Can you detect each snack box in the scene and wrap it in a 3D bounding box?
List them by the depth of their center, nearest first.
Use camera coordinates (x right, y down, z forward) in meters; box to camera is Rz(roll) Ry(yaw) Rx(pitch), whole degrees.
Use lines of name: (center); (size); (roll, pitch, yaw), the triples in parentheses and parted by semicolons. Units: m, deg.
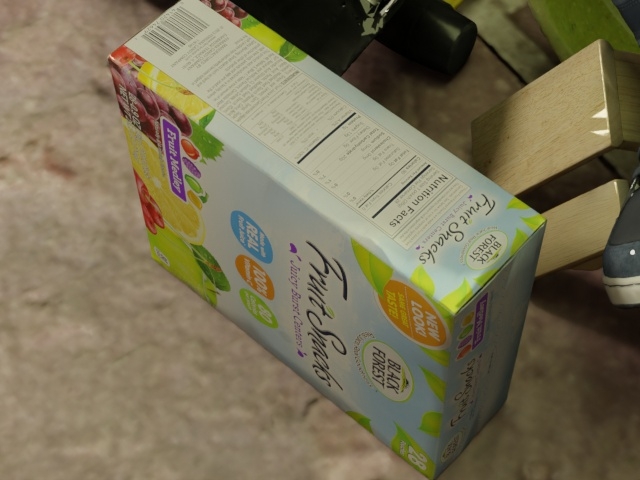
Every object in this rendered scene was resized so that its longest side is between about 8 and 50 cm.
snack box: (0.000, 0.000, 0.649); (0.207, 0.174, 0.070); (35, 64, 22)

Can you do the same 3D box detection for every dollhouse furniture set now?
dollhouse furniture set: (0.183, -0.009, 0.736); (0.151, 0.123, 0.144); (6, 72, -26)

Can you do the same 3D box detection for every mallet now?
mallet: (0.112, -0.170, 0.851); (0.062, 0.039, 0.189); (37, 59, 23)

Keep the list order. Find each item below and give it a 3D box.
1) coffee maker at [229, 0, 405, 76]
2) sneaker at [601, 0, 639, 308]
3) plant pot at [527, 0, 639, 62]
coffee maker: (-0.048, -0.158, 0.742); (0.178, 0.120, 0.171); (40, 73, -5)
sneaker: (0.162, -0.083, 0.616); (0.226, 0.086, 0.163); (-44, 108, -40)
plant pot: (0.283, -0.222, 0.769); (0.276, 0.276, 0.254); (22, 47, 14)
